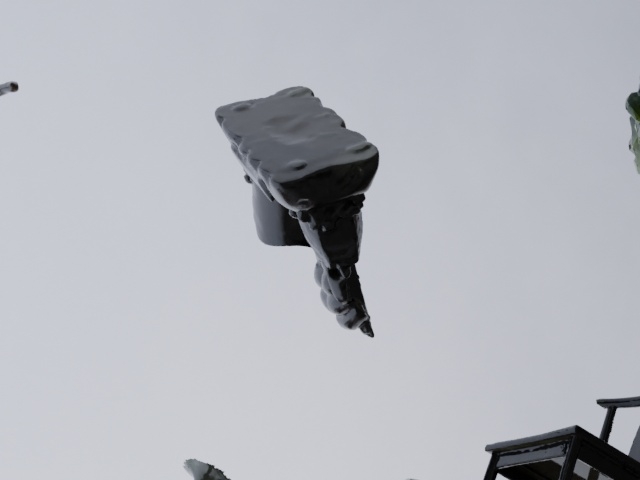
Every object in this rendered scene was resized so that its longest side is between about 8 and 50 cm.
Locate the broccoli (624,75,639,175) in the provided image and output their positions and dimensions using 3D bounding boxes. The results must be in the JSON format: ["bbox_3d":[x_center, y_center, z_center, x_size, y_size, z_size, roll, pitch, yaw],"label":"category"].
[{"bbox_3d":[0.306,-0.051,0.725,0.288,0.248,0.245,-14,-102,-36],"label":"broccoli"}]

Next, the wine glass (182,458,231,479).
[{"bbox_3d":[-0.182,0.351,1.310,0.074,0.074,0.262,55,-127,-31],"label":"wine glass"}]

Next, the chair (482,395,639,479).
[{"bbox_3d":[0.245,0.226,1.162,0.141,0.154,0.260,31,-118,-17],"label":"chair"}]

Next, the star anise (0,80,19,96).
[{"bbox_3d":[-0.476,-0.145,1.357,0.227,0.218,0.148,-47,-33,-13],"label":"star anise"}]

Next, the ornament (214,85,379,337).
[{"bbox_3d":[0.000,0.000,1.208,0.106,0.251,0.260,-21,-62,-10],"label":"ornament"}]

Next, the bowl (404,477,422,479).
[{"bbox_3d":[0.085,0.211,0.737,0.211,0.211,0.112,30,-106,-44],"label":"bowl"}]
